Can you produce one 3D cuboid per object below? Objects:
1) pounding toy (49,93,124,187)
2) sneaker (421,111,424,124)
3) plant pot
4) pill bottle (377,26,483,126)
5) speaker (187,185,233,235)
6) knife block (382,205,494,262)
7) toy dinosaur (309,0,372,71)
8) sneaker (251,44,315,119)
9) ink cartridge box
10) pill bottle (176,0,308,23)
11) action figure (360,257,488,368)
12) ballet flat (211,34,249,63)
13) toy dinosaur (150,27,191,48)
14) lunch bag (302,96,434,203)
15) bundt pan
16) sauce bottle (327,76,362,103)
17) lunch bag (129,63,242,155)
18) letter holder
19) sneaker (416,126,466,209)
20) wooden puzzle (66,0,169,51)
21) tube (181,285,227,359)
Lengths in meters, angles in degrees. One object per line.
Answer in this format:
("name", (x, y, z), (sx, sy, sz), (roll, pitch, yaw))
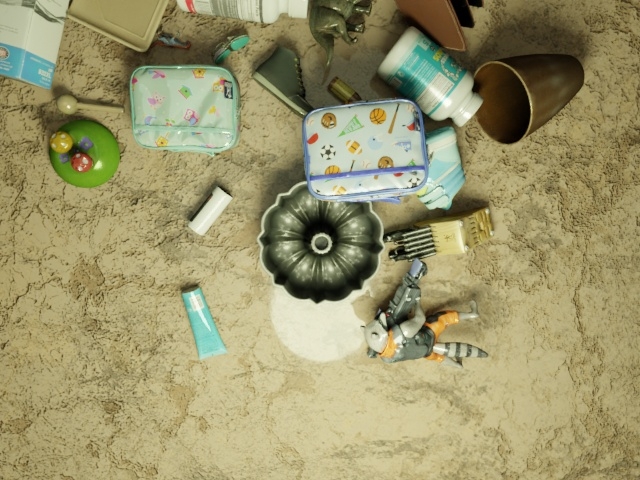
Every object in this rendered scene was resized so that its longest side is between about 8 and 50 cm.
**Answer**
("pounding toy", (-0.626, -0.254, 1.227), (0.183, 0.110, 0.236), (11, 96, -3))
("sneaker", (0.146, -0.287, 1.249), (0.272, 0.108, 0.100), (-15, 95, -2))
("plant pot", (0.547, -0.388, 1.215), (0.231, 0.215, 0.215), (-26, 96, -13))
("pill bottle", (0.287, -0.410, 1.220), (0.264, 0.146, 0.146), (37, 94, -6))
("speaker", (-0.297, -0.081, 1.282), (0.055, 0.055, 0.136), (39, 94, -5))
("knife block", (0.310, -0.014, 1.305), (0.276, 0.242, 0.088), (-20, 100, -45))
("toy dinosaur", (0.039, -0.589, 1.225), (0.161, 0.121, 0.313), (18, 100, 8))
("sneaker", (-0.060, -0.407, 1.241), (0.222, 0.083, 0.118), (38, 93, -4))
("ink cartridge box", (-0.774, -0.564, 1.172), (0.224, 0.129, 0.307), (16, 96, 3))
("pill bottle", (-0.183, -0.638, 1.166), (0.319, 0.176, 0.176), (7, 96, -3))
("action figure", (0.269, 0.225, 1.239), (0.331, 0.178, 0.340), (2, 123, -19))
("ballet flat", (-0.242, -0.514, 1.248), (0.114, 0.041, 0.041), (-37, 96, 1))
("toy dinosaur", (-0.388, -0.524, 1.252), (0.082, 0.047, 0.090), (37, 128, -15))
("lunch bag", (0.113, -0.205, 1.131), (0.304, 0.115, 0.242), (-5, 87, 5))
("bundt pan", (0.000, 0.000, 1.266), (0.332, 0.124, 0.330), (0, 97, -2))
("sauce bottle", (0.079, -0.384, 1.269), (0.128, 0.042, 0.042), (39, 94, -7))
("lunch bag", (-0.341, -0.333, 1.227), (0.280, 0.108, 0.223), (1, 96, -2))
("letter holder", (0.272, -0.616, 1.098), (0.152, 0.214, 0.302), (-45, 129, 3))
("sneaker", (0.236, -0.146, 1.261), (0.319, 0.127, 0.208), (-23, 108, 12))
("wooden puzzle", (-0.507, -0.635, 1.228), (0.221, 0.044, 0.238), (25, 90, -4))
("tube", (-0.329, 0.231, 1.321), (0.080, 0.052, 0.206), (-14, 101, 5))
